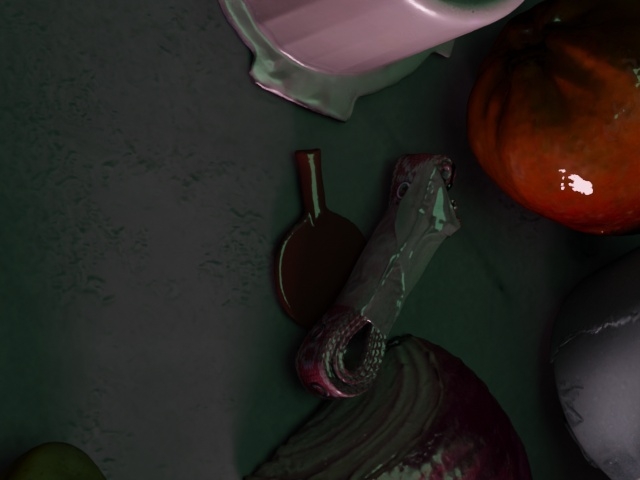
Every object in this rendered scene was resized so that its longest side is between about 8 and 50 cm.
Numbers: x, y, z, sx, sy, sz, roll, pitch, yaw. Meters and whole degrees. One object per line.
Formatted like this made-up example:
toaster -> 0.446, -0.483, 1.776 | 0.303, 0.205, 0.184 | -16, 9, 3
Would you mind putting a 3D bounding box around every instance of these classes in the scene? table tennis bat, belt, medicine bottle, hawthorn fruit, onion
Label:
table tennis bat -> 0.000, 0.000, 1.472 | 0.098, 0.019, 0.155 | -11, 95, -33
belt -> 0.054, 0.032, 1.471 | 0.071, 0.053, 0.232 | 37, 67, -22
medicine bottle -> 0.371, 0.081, 1.500 | 0.245, 0.290, 0.245 | 10, 65, -22
hawthorn fruit -> 0.257, -0.102, 1.524 | 0.261, 0.224, 0.224 | 36, 70, -34
onion -> 0.093, 0.222, 1.465 | 0.250, 0.111, 0.247 | -45, 108, -27

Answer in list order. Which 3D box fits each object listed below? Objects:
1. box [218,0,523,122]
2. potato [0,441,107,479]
box -> 0.080, -0.249, 1.424 | 0.291, 0.206, 0.262 | -24, 100, -27
potato -> -0.204, 0.245, 1.275 | 0.157, 0.157, 0.194 | 23, 63, -28
